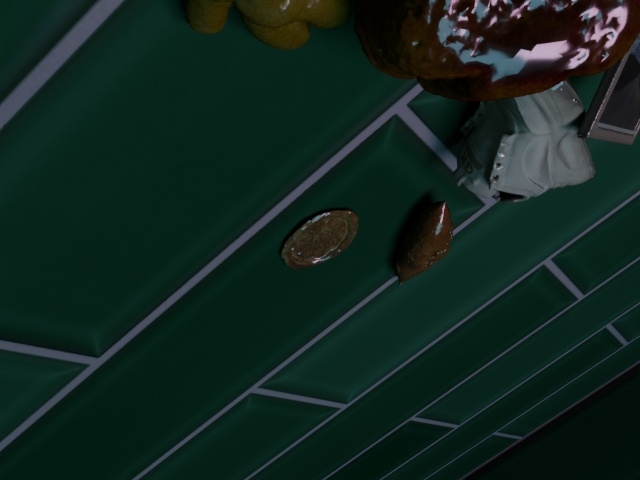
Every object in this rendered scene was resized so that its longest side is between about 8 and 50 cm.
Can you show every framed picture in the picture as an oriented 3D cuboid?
[{"bbox_3d":[0.357,-0.227,0.742,0.189,0.023,0.260,-6,120,-53],"label":"framed picture"}]

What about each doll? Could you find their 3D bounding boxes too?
[{"bbox_3d":[-0.048,-0.208,0.517,0.137,0.097,0.209,-5,172,19],"label":"doll"}]

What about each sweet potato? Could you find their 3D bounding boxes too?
[{"bbox_3d":[0.145,0.012,0.994,0.068,0.060,0.206,21,145,-5],"label":"sweet potato"}]

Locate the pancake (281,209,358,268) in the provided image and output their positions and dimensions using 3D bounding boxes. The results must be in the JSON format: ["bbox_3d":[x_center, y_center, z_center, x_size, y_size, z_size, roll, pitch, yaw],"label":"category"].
[{"bbox_3d":[-0.001,-0.001,0.899,0.114,0.011,0.115,-21,146,-15],"label":"pancake"}]

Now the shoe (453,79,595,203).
[{"bbox_3d":[0.218,-0.122,0.812,0.159,0.124,0.316,-31,149,17],"label":"shoe"}]

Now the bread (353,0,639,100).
[{"bbox_3d":[0.146,-0.223,0.562,0.246,0.135,0.232,-12,115,-8],"label":"bread"}]
